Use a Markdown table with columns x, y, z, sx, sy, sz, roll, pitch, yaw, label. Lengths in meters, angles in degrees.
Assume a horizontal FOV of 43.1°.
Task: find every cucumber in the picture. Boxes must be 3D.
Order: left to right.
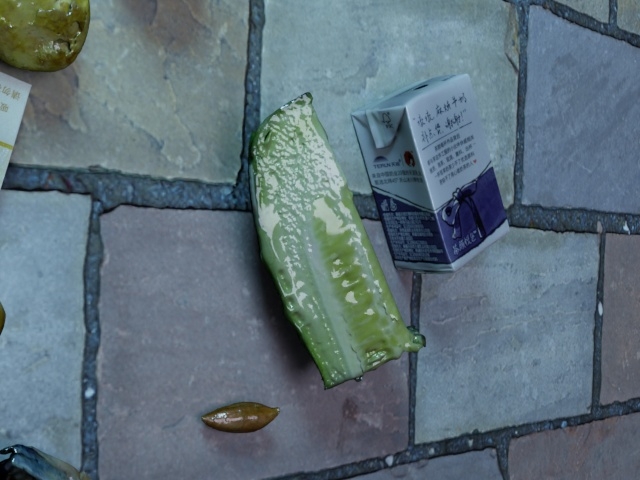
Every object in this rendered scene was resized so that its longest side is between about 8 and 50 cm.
| x | y | z | sx | sy | sz | roll | pitch | yaw | label |
| --- | --- | --- | --- | --- | --- | --- | --- | --- | --- |
| -0.003 | 0.001 | 0.900 | 0.145 | 0.105 | 0.325 | -26 | 110 | -10 | cucumber |

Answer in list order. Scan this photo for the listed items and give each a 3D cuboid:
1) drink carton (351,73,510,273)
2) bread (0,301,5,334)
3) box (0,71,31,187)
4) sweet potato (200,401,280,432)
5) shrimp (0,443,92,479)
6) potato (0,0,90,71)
| x | y | z | sx | sy | sz | roll | pitch | yaw | label |
| --- | --- | --- | --- | --- | --- | --- | --- | --- | --- |
| 0.142 | -0.085 | 1.024 | 0.134 | 0.102 | 0.222 | -30 | 111 | -35 | drink carton |
| -0.355 | 0.063 | 0.478 | 0.250 | 0.279 | 0.224 | -49 | 135 | -29 | bread |
| -0.307 | -0.069 | 0.671 | 0.090 | 0.024 | 0.166 | 21 | 76 | -41 | box |
| -0.087 | 0.191 | 0.872 | 0.095 | 0.034 | 0.034 | 4 | 88 | -31 | sweet potato |
| -0.272 | 0.256 | 0.685 | 0.289 | 0.075 | 0.178 | 49 | 52 | -30 | shrimp |
| -0.259 | -0.221 | 0.676 | 0.107 | 0.080 | 0.170 | -51 | 121 | -43 | potato |
